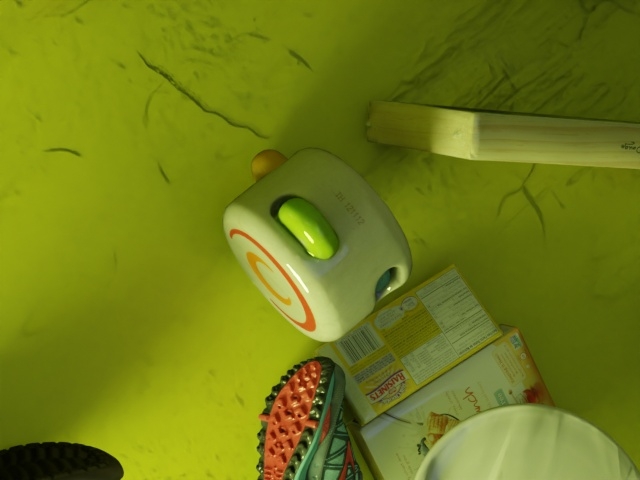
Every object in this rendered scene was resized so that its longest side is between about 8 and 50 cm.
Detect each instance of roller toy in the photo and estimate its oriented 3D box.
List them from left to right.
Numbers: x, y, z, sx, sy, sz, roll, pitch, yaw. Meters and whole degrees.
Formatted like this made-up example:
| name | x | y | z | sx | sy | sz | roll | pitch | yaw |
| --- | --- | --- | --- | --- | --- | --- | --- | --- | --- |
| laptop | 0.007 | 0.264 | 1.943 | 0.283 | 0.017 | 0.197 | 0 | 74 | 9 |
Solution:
| name | x | y | z | sx | sy | sz | roll | pitch | yaw |
| --- | --- | --- | --- | --- | --- | --- | --- | --- | --- |
| roller toy | 0.000 | 0.000 | 1.691 | 0.146 | 0.209 | 0.191 | -39 | 120 | -16 |

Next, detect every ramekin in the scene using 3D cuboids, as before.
| name | x | y | z | sx | sy | sz | roll | pitch | yaw |
| --- | --- | --- | --- | --- | --- | --- | --- | --- | --- |
| ramekin | 0.236 | 0.329 | 1.739 | 0.273 | 0.127 | 0.272 | -2 | 69 | 6 |

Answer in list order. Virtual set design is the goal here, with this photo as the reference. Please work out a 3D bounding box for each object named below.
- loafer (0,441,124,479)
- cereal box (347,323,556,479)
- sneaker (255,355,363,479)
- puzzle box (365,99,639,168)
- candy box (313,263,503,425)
| name | x | y | z | sx | sy | sz | roll | pitch | yaw |
| --- | --- | --- | --- | --- | --- | --- | --- | --- | --- |
| loafer | -0.375 | 0.318 | 1.601 | 0.366 | 0.134 | 0.130 | -19 | 105 | -10 |
| cereal box | 0.170 | 0.234 | 1.853 | 0.240 | 0.047 | 0.173 | -32 | 105 | -18 |
| sneaker | -0.006 | 0.262 | 1.771 | 0.125 | 0.104 | 0.261 | 9 | 94 | -40 |
| puzzle box | 0.288 | -0.116 | 1.759 | 0.409 | 0.272 | 0.052 | 2 | 97 | -22 |
| candy box | 0.104 | 0.121 | 1.810 | 0.206 | 0.027 | 0.105 | -30 | 82 | -18 |
